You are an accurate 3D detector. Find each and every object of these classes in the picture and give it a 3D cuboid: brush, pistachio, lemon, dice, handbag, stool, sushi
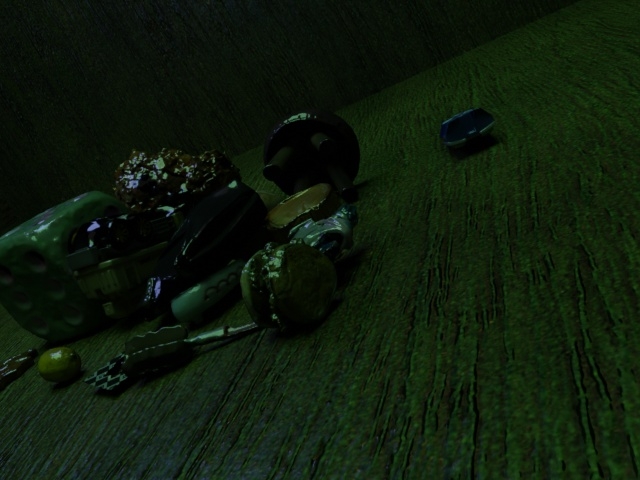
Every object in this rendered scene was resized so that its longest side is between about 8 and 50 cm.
[{"bbox_3d":[-0.234,0.193,1.296,0.301,0.071,0.084,-16,34,6],"label":"brush"},{"bbox_3d":[-0.173,-0.041,1.751,0.206,0.131,0.129,-54,-3,13],"label":"pistachio"},{"bbox_3d":[-0.586,0.279,1.515,0.111,0.082,0.082,-12,21,30],"label":"lemon"},{"bbox_3d":[-0.687,0.071,1.877,0.318,0.322,0.330,-16,21,32],"label":"dice"},{"bbox_3d":[-0.296,0.038,1.579,0.342,0.152,0.288,-46,7,35],"label":"handbag"},{"bbox_3d":[-0.024,-0.197,1.819,0.272,0.272,0.178,-23,31,14],"label":"stool"},{"bbox_3d":[-0.400,0.268,1.366,0.126,0.026,0.120,-3,26,45],"label":"sushi"}]

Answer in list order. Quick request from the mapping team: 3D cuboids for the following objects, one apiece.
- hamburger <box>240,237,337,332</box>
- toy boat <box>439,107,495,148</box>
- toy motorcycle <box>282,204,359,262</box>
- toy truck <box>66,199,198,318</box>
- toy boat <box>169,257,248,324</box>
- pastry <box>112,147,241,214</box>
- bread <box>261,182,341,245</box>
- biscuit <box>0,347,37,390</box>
[{"bbox_3d":[-0.062,0.071,1.207,0.131,0.159,0.185,-15,47,44],"label":"hamburger"},{"bbox_3d":[0.376,-0.290,1.781,0.129,0.088,0.295,-25,6,8],"label":"toy boat"},{"bbox_3d":[0.004,0.005,1.391,0.204,0.108,0.239,-46,27,-28],"label":"toy motorcycle"},{"bbox_3d":[-0.456,0.037,1.777,0.181,0.254,0.405,-12,8,33],"label":"toy truck"},{"bbox_3d":[-0.237,0.118,1.498,0.134,0.079,0.208,-31,2,43],"label":"toy boat"},{"bbox_3d":[-0.447,-0.124,2.127,0.405,0.337,0.292,0,-6,-10],"label":"pastry"},{"bbox_3d":[-0.037,-0.048,1.631,0.199,0.104,0.199,-26,21,10],"label":"bread"},{"bbox_3d":[-0.838,0.348,1.772,0.182,0.034,0.215,-9,24,46],"label":"biscuit"}]
